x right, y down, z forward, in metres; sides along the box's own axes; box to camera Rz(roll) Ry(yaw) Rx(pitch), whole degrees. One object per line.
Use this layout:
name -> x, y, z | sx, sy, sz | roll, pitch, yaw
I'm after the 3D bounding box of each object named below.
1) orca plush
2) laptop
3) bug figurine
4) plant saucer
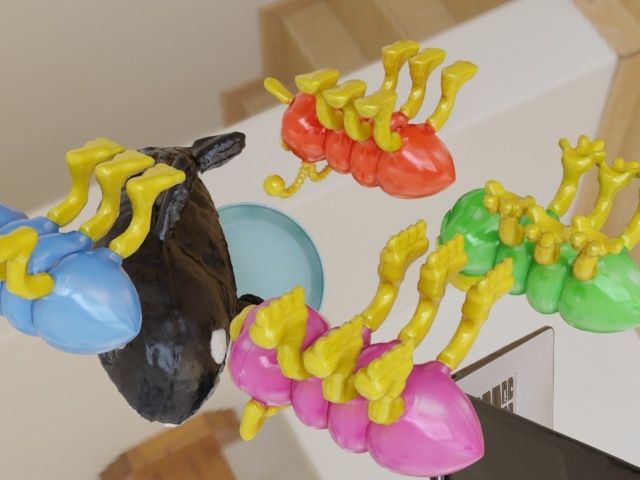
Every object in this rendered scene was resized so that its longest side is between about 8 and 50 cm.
orca plush -> -0.084, -0.013, 0.769 | 0.287, 0.151, 0.102 | -72, 7, -57
laptop -> 0.214, 0.299, 0.913 | 0.236, 0.408, 0.382 | 4, 99, 30
bug figurine -> 0.000, 0.000, 0.427 | 0.216, 0.279, 0.072 | 26, 122, 31
plant saucer -> -0.053, 0.031, 0.862 | 0.119, 0.119, 0.021 | 64, -172, 3
